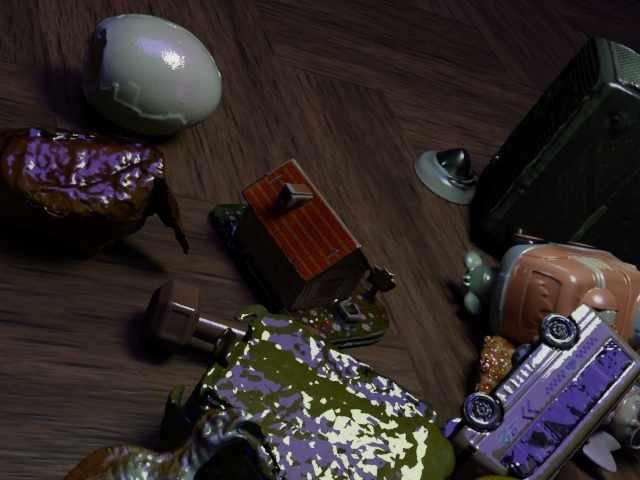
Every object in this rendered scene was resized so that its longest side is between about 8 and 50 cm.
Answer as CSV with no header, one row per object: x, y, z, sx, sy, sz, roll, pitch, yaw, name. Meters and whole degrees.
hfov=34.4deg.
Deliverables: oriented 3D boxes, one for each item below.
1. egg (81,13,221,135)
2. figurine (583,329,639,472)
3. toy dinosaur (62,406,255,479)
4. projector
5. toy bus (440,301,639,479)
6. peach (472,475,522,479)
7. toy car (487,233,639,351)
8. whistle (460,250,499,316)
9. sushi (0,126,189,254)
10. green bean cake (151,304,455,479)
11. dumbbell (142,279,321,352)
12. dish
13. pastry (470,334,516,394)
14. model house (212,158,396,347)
-0.255,-0.254,1.610,0.217,0.183,0.183,7,40,-27,egg
0.407,0.232,1.547,0.260,0.205,0.103,13,-2,-30,figurine
-0.212,0.304,0.932,0.393,0.092,0.205,-21,81,-16,toy dinosaur
0.543,-0.096,1.867,0.405,0.395,0.242,30,34,-10,projector
0.289,0.227,1.372,0.157,0.139,0.289,43,63,13,toy bus
0.199,0.376,1.111,0.251,0.153,0.251,-12,90,-72,peach
0.407,0.101,1.622,0.270,0.180,0.212,7,7,-36,toy car
0.322,0.093,1.738,0.236,0.077,0.114,17,63,-33,whistle
-0.318,-0.071,1.356,0.296,0.179,0.166,1,65,-17,sushi
-0.046,0.265,1.100,0.310,0.202,0.285,36,44,8,green bean cake
-0.109,0.124,1.320,0.231,0.092,0.082,21,6,-17,dumbbell
0.259,-0.143,1.995,0.141,0.078,0.141,22,34,-16,dish
0.258,0.213,1.534,0.087,0.063,0.169,31,36,-3,pastry
-0.001,-0.001,1.514,0.207,0.154,0.294,-3,46,-41,model house
